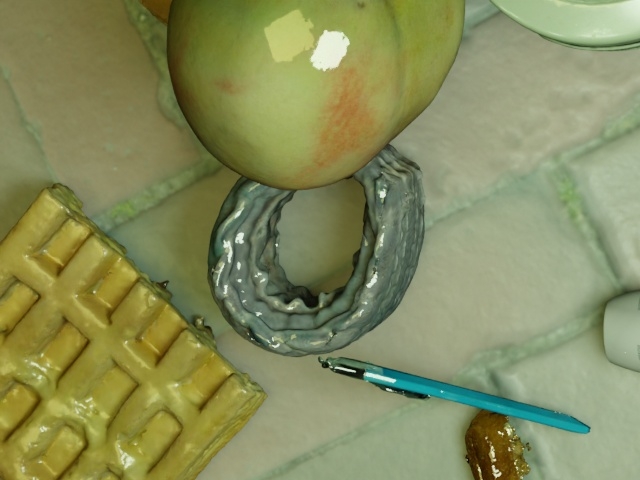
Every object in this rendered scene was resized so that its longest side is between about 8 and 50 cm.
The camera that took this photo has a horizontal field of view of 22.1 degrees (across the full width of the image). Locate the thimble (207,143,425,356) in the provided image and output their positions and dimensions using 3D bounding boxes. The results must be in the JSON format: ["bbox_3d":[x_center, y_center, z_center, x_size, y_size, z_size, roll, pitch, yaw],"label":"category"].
[{"bbox_3d":[0.000,0.000,1.651,0.205,0.172,0.236,43,102,4],"label":"thimble"}]

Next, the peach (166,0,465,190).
[{"bbox_3d":[-0.005,-0.179,1.457,0.248,0.292,0.292,20,100,8],"label":"peach"}]

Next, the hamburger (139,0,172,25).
[{"bbox_3d":[-0.059,-0.305,1.654,0.283,0.144,0.259,23,98,6],"label":"hamburger"}]

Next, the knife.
[{"bbox_3d":[0.135,0.157,1.641,0.297,0.044,0.026,16,83,-10],"label":"knife"}]

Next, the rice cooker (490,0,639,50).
[{"bbox_3d":[0.267,-0.309,1.497,0.288,0.277,0.288,1,96,13],"label":"rice cooker"}]

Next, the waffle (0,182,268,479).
[{"bbox_3d":[-0.264,0.156,1.782,0.348,0.077,0.304,43,105,8],"label":"waffle"}]

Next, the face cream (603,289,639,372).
[{"bbox_3d":[0.332,0.089,1.613,0.095,0.091,0.091,-1,95,22],"label":"face cream"}]

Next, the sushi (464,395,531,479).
[{"bbox_3d":[0.186,0.221,1.684,0.060,0.061,0.118,-12,99,-24],"label":"sushi"}]
